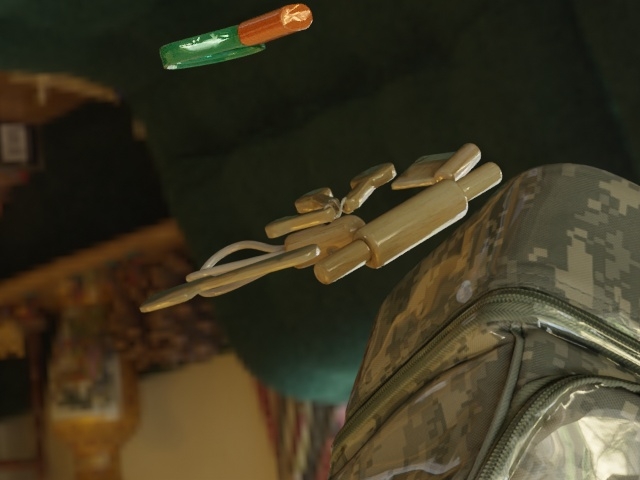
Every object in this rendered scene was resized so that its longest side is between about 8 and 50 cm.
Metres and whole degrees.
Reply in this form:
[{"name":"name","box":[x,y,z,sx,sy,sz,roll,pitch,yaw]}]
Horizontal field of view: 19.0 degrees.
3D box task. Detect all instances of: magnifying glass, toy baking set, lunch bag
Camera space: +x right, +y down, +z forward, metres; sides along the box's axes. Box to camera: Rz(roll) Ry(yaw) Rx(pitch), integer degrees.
[{"name":"magnifying glass","box":[-0.068,-0.172,1.634,0.092,0.026,0.231,-12,180,-25]},{"name":"toy baking set","box":[0.005,-0.001,1.352,0.256,0.030,0.197,-32,-165,-33]},{"name":"lunch bag","box":[0.152,0.154,0.871,0.305,0.256,0.212,31,142,-12]}]
